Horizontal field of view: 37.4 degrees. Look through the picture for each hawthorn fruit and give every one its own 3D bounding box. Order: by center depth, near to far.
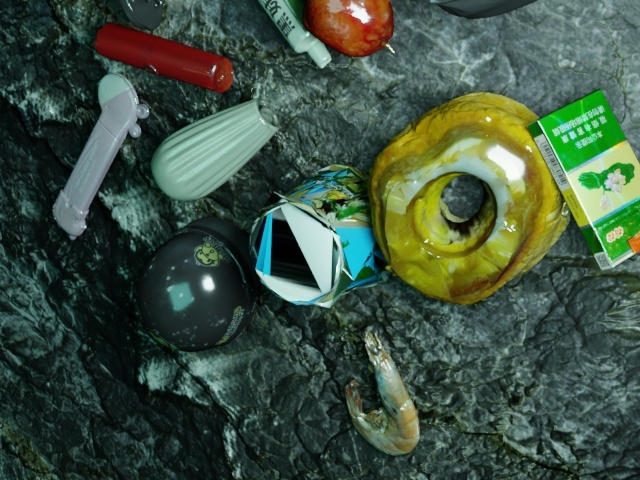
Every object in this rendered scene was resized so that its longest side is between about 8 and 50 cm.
[{"bbox_3d":[0.057,-0.355,1.487,0.172,0.148,0.148,49,123,1],"label":"hawthorn fruit"}]

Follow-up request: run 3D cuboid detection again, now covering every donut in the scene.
[{"bbox_3d":[0.216,-0.061,1.461,0.330,0.160,0.330,9,112,25],"label":"donut"}]

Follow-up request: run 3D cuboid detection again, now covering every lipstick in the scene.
[{"bbox_3d":[-0.288,-0.337,1.740,0.280,0.073,0.073,21,114,25],"label":"lipstick"}]

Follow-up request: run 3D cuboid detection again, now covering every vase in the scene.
[{"bbox_3d":[-0.185,-0.169,1.703,0.248,0.128,0.128,-29,88,25],"label":"vase"}]

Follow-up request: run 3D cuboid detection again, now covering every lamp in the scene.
[{"bbox_3d":[-0.222,-0.464,1.594,0.371,0.108,0.130,-12,91,47],"label":"lamp"}]

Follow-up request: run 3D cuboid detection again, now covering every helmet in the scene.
[{"bbox_3d":[-0.249,0.097,1.794,0.230,0.160,0.279,42,122,16],"label":"helmet"}]

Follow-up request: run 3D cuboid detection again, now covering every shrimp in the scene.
[{"bbox_3d":[0.098,0.276,1.701,0.143,0.052,0.251,-6,102,35],"label":"shrimp"}]

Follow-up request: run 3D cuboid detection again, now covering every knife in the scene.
[{"bbox_3d":[-0.454,-0.162,1.913,0.132,0.038,0.398,45,123,14],"label":"knife"}]

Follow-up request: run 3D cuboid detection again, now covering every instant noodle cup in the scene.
[{"bbox_3d":[0.000,0.000,1.602,0.240,0.178,0.240,10,110,28],"label":"instant noodle cup"}]

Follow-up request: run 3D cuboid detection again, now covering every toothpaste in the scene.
[{"bbox_3d":[-0.096,-0.452,1.594,0.099,0.061,0.392,-42,78,42],"label":"toothpaste"}]

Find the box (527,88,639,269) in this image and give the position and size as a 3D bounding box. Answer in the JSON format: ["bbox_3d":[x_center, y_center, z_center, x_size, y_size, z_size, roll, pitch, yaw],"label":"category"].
[{"bbox_3d":[0.404,-0.089,1.363,0.235,0.132,0.034,64,156,1],"label":"box"}]

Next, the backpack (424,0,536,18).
[{"bbox_3d":[0.225,-0.543,1.267,0.363,0.255,0.445,-19,91,27],"label":"backpack"}]
